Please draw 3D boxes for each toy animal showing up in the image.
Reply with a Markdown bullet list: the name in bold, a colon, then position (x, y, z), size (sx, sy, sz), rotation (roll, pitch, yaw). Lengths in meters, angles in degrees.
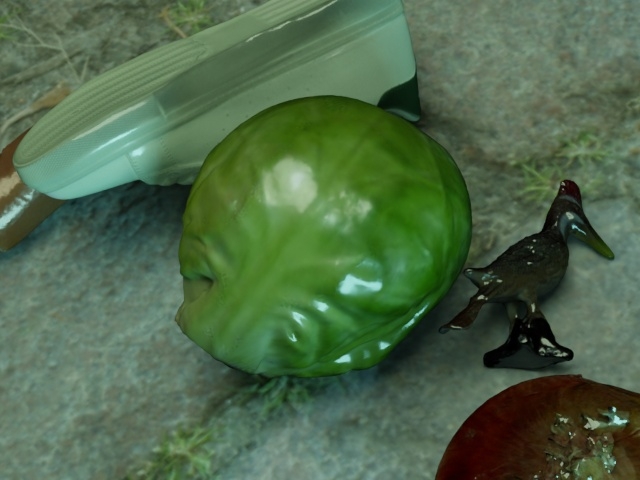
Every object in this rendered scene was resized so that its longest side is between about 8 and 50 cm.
- **toy animal**: position (0.172, 0.026, 1.307), size (0.105, 0.070, 0.202), rotation (43, 58, -15)

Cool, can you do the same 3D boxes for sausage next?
- **sausage**: position (-0.181, -0.100, 1.444), size (0.327, 0.087, 0.079), rotation (-32, 18, -8)

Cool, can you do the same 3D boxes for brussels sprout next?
- **brussels sprout**: position (0.000, 0.000, 1.270), size (0.244, 0.244, 0.244), rotation (-5, 58, 8)

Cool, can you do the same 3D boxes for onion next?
- **onion**: position (0.188, 0.193, 1.145), size (0.230, 0.163, 0.230), rotation (-2, 65, 4)

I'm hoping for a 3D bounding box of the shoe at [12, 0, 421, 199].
- **shoe**: position (-0.074, -0.094, 1.375), size (0.363, 0.160, 0.132), rotation (-28, 22, -14)
